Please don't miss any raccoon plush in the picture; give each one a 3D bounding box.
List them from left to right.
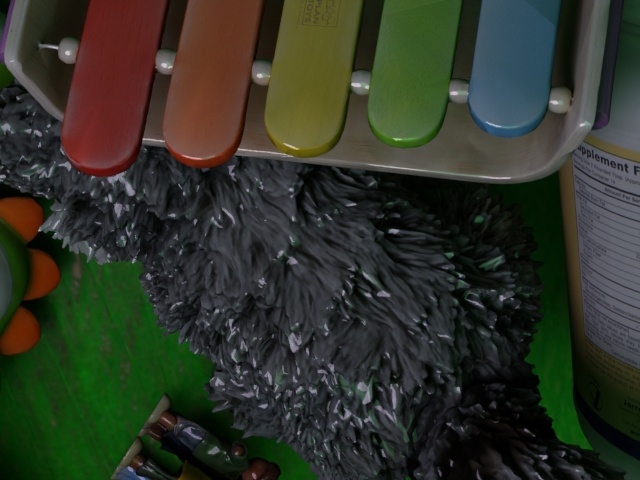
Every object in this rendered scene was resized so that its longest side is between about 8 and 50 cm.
[{"bbox_3d":[0.000,0.000,1.067,0.299,0.446,0.216,40,80,-33],"label":"raccoon plush"}]

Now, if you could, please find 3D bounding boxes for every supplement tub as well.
[{"bbox_3d":[0.257,-0.032,1.115,0.241,0.241,0.331,-5,116,6],"label":"supplement tub"}]

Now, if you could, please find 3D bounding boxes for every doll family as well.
[{"bbox_3d":[-0.080,0.166,1.300,0.111,0.193,0.076,32,80,-2],"label":"doll family"}]

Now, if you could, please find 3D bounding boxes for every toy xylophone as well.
[{"bbox_3d":[-0.002,-0.135,1.018,0.323,0.236,0.081,-1,157,4],"label":"toy xylophone"}]

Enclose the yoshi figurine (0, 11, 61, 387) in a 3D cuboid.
[{"bbox_3d":[-0.292,-0.032,1.192,0.203,0.203,0.362,7,121,18],"label":"yoshi figurine"}]
